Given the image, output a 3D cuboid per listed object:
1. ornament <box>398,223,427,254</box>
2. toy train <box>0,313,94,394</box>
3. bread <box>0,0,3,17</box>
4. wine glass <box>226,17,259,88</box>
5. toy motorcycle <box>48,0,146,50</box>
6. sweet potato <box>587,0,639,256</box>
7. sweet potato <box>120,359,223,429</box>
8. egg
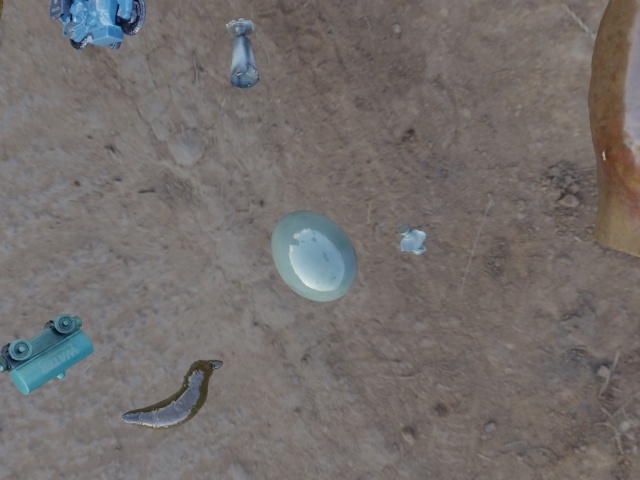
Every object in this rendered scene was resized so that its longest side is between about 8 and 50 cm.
[{"bbox_3d":[0.222,0.000,1.396,0.069,0.041,0.092,-17,127,-8],"label":"ornament"},{"bbox_3d":[-0.742,0.307,1.579,0.248,0.101,0.159,-34,94,-47],"label":"toy train"},{"bbox_3d":[-0.493,-0.283,0.746,0.132,0.294,0.166,16,63,-31],"label":"bread"},{"bbox_3d":[-0.189,-0.452,1.403,0.072,0.072,0.155,-3,72,-10],"label":"wine glass"},{"bbox_3d":[-0.428,-0.476,1.139,0.124,0.272,0.181,-1,93,-53],"label":"toy motorcycle"},{"bbox_3d":[0.262,-0.136,0.431,0.131,0.131,0.336,-15,108,-9],"label":"sweet potato"},{"bbox_3d":[-0.394,0.447,1.631,0.310,0.098,0.124,-37,61,-16],"label":"sweet potato"},{"bbox_3d":[-0.013,0.028,1.110,0.149,0.149,0.192,-33,78,-8],"label":"egg"}]
